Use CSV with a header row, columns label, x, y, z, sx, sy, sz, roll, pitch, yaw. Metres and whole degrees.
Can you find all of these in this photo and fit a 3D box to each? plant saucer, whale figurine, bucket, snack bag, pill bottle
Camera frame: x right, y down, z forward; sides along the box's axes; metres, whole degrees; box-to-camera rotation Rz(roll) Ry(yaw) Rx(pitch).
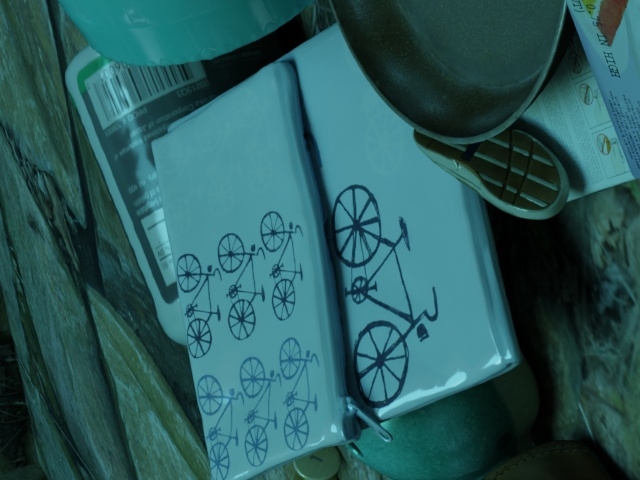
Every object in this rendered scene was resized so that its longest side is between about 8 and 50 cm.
label,x,y,z,sx,sy,sz,roll,pitch,yaw
plant saucer,0.083,-0.217,1.046,0.310,0.050,0.311,38,134,53
whale figurine,0.079,0.152,1.338,0.216,0.141,0.272,38,153,28
bucket,-0.112,-0.277,1.245,0.281,0.281,0.183,47,167,48
snack bag,0.000,0.000,1.253,0.342,0.037,0.323,-26,67,43
pill bottle,-0.079,-0.028,1.509,0.361,0.204,0.204,68,160,7

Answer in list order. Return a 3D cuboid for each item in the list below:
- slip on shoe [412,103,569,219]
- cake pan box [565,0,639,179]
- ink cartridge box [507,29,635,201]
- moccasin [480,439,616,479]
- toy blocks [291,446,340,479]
label,x,y,z,sx,sy,sz,roll,pitch,yaw
slip on shoe,0.117,-0.048,1.091,0.135,0.051,0.041,29,173,43
cake pan box,0.201,-0.139,0.804,0.245,0.070,0.267,23,141,62
ink cartridge box,0.163,-0.102,1.058,0.179,0.045,0.145,-20,89,61
moccasin,0.215,0.290,1.122,0.380,0.147,0.139,54,155,38
toy blocks,-0.025,0.257,1.867,0.123,0.054,0.148,57,157,31
